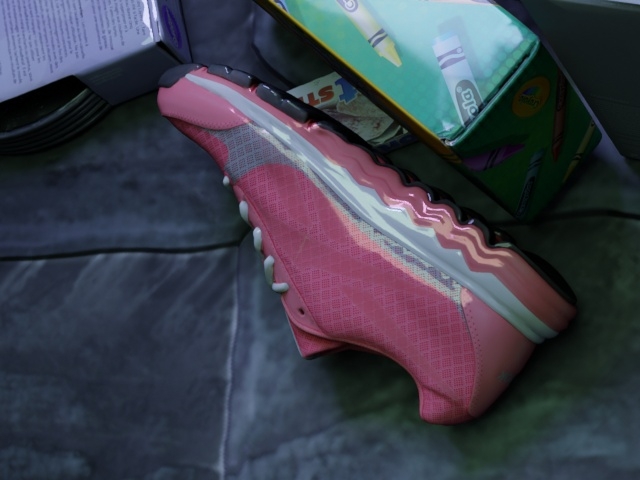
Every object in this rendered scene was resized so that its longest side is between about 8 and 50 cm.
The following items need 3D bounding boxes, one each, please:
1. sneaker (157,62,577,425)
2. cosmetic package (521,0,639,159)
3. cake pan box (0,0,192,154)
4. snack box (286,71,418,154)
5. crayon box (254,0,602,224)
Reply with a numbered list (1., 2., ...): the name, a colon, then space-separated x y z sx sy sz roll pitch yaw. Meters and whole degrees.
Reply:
1. sneaker: 0.000 0.000 1.013 0.314 0.116 0.136 35 96 20
2. cosmetic package: 0.202 -0.136 0.916 0.107 0.238 0.127 14 79 26
3. cake pan box: -0.232 -0.198 1.213 0.245 0.070 0.267 -21 66 17
4. snack box: 0.034 -0.089 1.091 0.178 0.022 0.064 -21 67 15
5. crayon box: 0.034 -0.140 1.000 0.278 0.165 0.081 42 93 27
